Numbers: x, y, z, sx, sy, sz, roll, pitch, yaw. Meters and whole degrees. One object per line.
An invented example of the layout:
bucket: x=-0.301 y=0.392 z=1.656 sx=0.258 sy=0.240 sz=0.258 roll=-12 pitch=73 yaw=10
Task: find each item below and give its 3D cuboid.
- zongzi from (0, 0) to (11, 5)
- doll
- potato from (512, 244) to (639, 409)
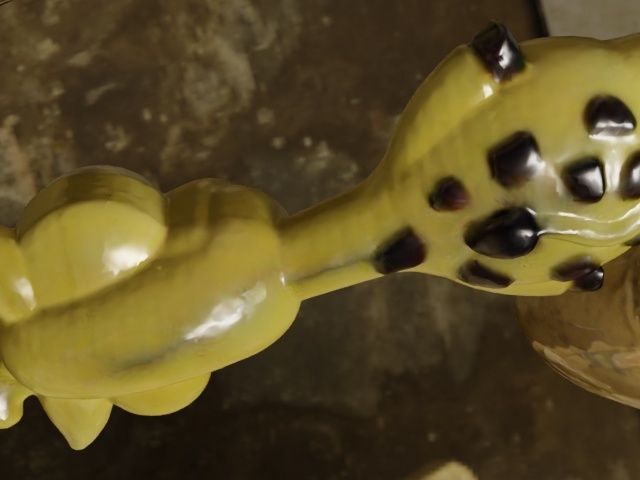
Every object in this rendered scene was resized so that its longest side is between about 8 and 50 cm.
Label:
zongzi: x=-0.361 y=-0.003 z=0.555 sx=0.208 sy=0.432 sz=0.403 roll=73 pitch=38 yaw=-64
doll: x=0.000 y=0.000 z=0.578 sx=0.086 sy=0.291 sz=0.117 roll=-93 pitch=162 yaw=-61
potato: x=0.195 y=0.013 z=0.633 sx=0.161 sy=0.235 sz=0.128 roll=-4 pitch=91 yaw=-36
